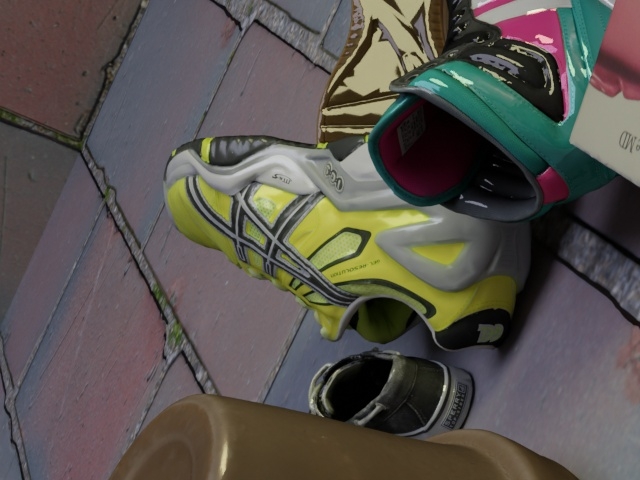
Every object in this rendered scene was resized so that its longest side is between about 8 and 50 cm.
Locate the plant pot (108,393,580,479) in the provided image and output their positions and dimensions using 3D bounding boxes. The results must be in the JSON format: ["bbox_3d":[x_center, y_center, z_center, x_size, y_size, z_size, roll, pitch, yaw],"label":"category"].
[{"bbox_3d":[-0.007,0.199,1.044,0.263,0.229,0.263,-45,28,33],"label":"plant pot"}]

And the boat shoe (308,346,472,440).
[{"bbox_3d":[0.031,0.112,1.348,0.219,0.070,0.078,-25,45,64],"label":"boat shoe"}]

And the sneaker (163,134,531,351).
[{"bbox_3d":[0.000,0.000,1.354,0.385,0.145,0.147,2,90,56],"label":"sneaker"}]

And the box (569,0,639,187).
[{"bbox_3d":[0.234,-0.125,0.912,0.148,0.127,0.232,-131,56,-70],"label":"box"}]

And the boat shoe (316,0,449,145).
[{"bbox_3d":[0.063,-0.136,1.537,0.098,0.109,0.302,57,-145,-68],"label":"boat shoe"}]

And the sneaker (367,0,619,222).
[{"bbox_3d":[0.093,-0.109,1.164,0.178,0.124,0.295,-36,43,-9],"label":"sneaker"}]
